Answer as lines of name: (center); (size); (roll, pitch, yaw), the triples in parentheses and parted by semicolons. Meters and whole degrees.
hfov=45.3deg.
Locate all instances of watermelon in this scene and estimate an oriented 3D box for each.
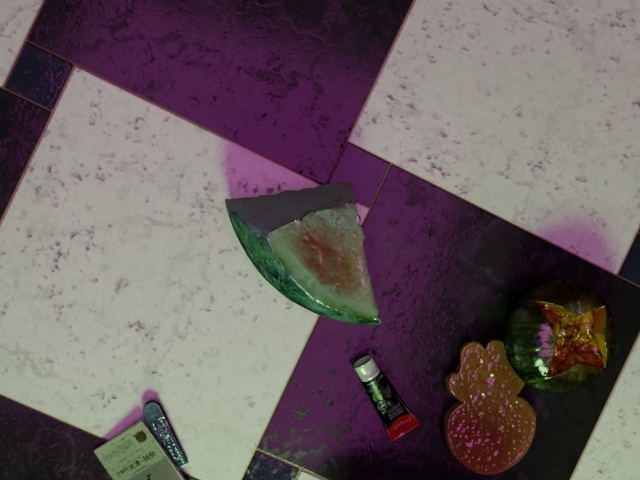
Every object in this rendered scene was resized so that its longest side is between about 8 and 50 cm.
watermelon: (0.000, 0.000, 1.496); (0.387, 0.228, 0.258); (37, 79, -12)

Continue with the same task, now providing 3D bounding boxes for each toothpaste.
toothpaste: (0.137, 0.329, 1.601); (0.071, 0.045, 0.194); (-30, 102, -4)

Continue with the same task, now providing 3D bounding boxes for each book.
book: (-0.360, 0.466, 1.553); (0.127, 0.014, 0.182); (-32, 97, 7)

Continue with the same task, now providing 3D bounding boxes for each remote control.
remote control: (-0.317, 0.394, 1.560); (0.043, 0.027, 0.153); (-23, 96, -9)

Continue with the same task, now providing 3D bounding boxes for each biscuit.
biscuit: (0.353, 0.351, 1.624); (0.201, 0.044, 0.289); (-10, 92, -6)

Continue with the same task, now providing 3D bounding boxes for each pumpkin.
pumpkin: (0.486, 0.196, 1.573); (0.237, 0.159, 0.238); (-1, 93, -15)
